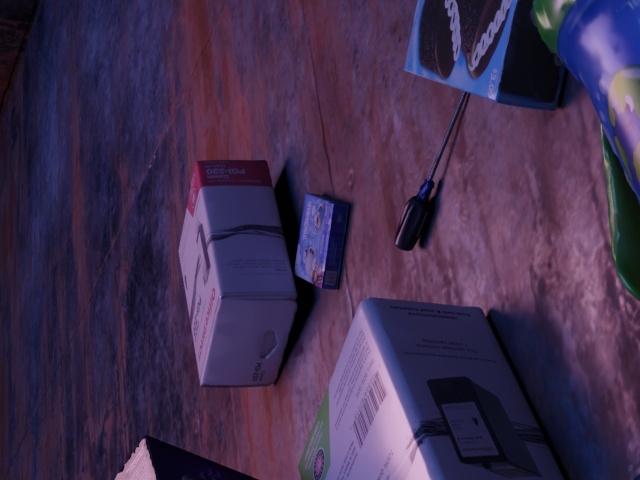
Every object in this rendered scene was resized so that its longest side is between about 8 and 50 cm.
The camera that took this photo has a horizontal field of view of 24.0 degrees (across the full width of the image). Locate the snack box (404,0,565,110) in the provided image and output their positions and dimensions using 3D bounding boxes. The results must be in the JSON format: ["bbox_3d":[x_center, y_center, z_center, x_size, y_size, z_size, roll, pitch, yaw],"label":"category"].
[{"bbox_3d":[0.156,-0.278,1.206,0.187,0.060,0.322,-145,64,-66],"label":"snack box"}]

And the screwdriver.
[{"bbox_3d":[0.106,-0.065,1.347,0.170,0.025,0.024,-65,26,21],"label":"screwdriver"}]

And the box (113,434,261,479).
[{"bbox_3d":[-0.048,0.292,1.272,0.103,0.261,0.184,-54,30,17],"label":"box"}]

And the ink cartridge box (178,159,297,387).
[{"bbox_3d":[-0.098,0.037,1.710,0.159,0.092,0.218,105,157,-44],"label":"ink cartridge box"}]

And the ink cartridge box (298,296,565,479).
[{"bbox_3d":[0.086,0.207,1.171,0.273,0.114,0.198,-110,33,-50],"label":"ink cartridge box"}]

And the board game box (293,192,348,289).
[{"bbox_3d":[0.000,0.000,1.586,0.090,0.020,0.090,-157,74,-69],"label":"board game box"}]

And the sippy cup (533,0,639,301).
[{"bbox_3d":[0.244,-0.056,0.722,0.305,0.240,0.224,42,-147,-67],"label":"sippy cup"}]
